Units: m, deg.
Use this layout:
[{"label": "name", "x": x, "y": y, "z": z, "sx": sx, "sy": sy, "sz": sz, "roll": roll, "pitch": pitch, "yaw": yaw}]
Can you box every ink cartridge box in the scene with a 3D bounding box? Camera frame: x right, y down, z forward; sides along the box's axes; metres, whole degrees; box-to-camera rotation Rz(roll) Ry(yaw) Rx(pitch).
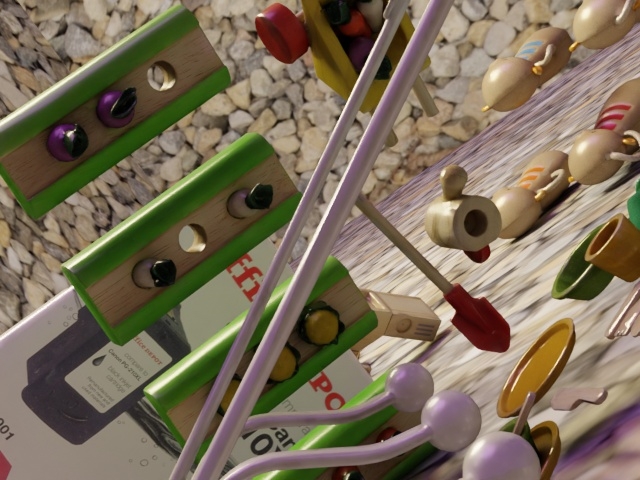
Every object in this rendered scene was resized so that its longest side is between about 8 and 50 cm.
[{"label": "ink cartridge box", "x": -0.098, "y": 0.101, "z": 0.810, "sx": 0.237, "sy": 0.172, "sz": 0.100, "roll": -36, "pitch": 3, "yaw": -6}]

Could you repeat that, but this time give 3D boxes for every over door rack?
[{"label": "over door rack", "x": 0.015, "y": 0.009, "z": 0.505, "sx": 0.239, "sy": 0.108, "sz": 0.324, "roll": -178, "pitch": 102, "yaw": -86}]

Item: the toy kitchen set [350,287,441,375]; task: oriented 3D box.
[{"label": "toy kitchen set", "x": 0.038, "y": 0.086, "z": 0.980, "sx": 0.068, "sy": 0.075, "sz": 0.083, "roll": 48, "pitch": 123, "yaw": 52}]

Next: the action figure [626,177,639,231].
[{"label": "action figure", "x": 0.179, "y": -0.020, "z": 0.563, "sx": 0.137, "sy": 0.063, "sz": 0.232, "roll": -39, "pitch": 7, "yaw": -9}]

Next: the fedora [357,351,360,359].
[{"label": "fedora", "x": -0.059, "y": 0.114, "z": 1.091, "sx": 0.194, "sy": 0.079, "sz": 0.194, "roll": -36, "pitch": 2, "yaw": 1}]

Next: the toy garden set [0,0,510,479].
[{"label": "toy garden set", "x": 0.000, "y": 0.000, "z": 0.660, "sx": 0.204, "sy": 0.244, "sz": 0.049, "roll": -37, "pitch": 16, "yaw": -18}]

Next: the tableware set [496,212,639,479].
[{"label": "tableware set", "x": 0.077, "y": 0.053, "z": 0.542, "sx": 0.154, "sy": 0.024, "sz": 0.104, "roll": -56, "pitch": 6, "yaw": -10}]

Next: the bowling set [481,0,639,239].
[{"label": "bowling set", "x": 0.193, "y": -0.137, "z": 1.125, "sx": 0.287, "sy": 0.200, "sz": 0.154, "roll": -39, "pitch": 2, "yaw": 38}]
